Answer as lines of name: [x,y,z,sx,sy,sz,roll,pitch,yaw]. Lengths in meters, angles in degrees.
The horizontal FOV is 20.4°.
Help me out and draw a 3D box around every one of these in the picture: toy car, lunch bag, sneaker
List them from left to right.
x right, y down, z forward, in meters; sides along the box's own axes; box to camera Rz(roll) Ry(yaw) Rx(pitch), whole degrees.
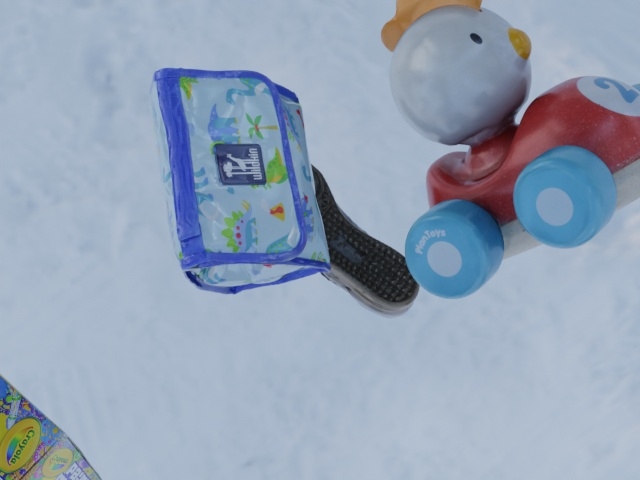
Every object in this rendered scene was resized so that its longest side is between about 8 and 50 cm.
lunch bag: [-0.059,-0.038,1.146,0.096,0.151,0.129,-15,79,21]
sneaker: [0.000,0.000,1.495,0.188,0.071,0.066,44,70,8]
toy car: [0.142,-0.114,1.404,0.210,0.219,0.238,-26,95,36]

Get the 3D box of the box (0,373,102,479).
box: [-0.383,0.220,1.856,0.279,0.290,0.177,38,75,21]
